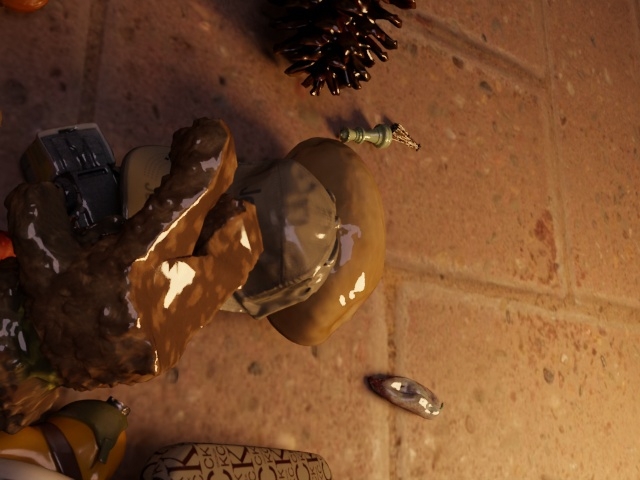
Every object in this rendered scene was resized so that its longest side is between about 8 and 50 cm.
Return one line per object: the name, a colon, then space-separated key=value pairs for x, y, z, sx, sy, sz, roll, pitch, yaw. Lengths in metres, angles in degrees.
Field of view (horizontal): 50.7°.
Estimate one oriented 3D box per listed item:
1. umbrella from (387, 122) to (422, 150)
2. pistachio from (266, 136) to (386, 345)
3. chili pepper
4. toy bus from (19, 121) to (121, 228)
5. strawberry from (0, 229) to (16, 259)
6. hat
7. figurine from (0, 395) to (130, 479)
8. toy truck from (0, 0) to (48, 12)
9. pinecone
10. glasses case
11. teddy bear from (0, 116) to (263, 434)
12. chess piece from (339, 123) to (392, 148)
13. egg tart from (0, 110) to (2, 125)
umbrella: x=0.147 y=-0.182 z=1.191 sx=0.083 sy=0.020 sz=0.031 roll=33 pitch=60 yaw=-33
pistachio: x=0.000 y=0.000 z=0.936 sx=0.181 sy=0.162 sz=0.293 roll=4 pitch=75 yaw=1
chili pepper: x=0.141 y=0.243 z=1.054 sx=0.153 sy=0.041 sz=0.050 roll=32 pitch=18 yaw=-27
toy bus: x=-0.251 y=0.004 z=0.770 sx=0.092 sy=0.106 sz=0.268 roll=-23 pitch=90 yaw=-45
strawberry: x=-0.370 y=0.046 z=0.653 sx=0.174 sy=0.098 sz=0.228 roll=80 pitch=26 yaw=-44
hat: x=-0.095 y=-0.026 z=0.780 sx=0.245 sy=0.149 sz=0.214 roll=17 pitch=59 yaw=-57
figurine: x=-0.285 y=0.203 z=0.673 sx=0.250 sy=0.166 sz=0.141 roll=32 pitch=45 yaw=-25
toy truck: x=-0.342 y=-0.402 z=0.748 sx=0.211 sy=0.204 sz=0.288 roll=38 pitch=59 yaw=-21
pinecone: x=0.031 y=-0.356 z=1.021 sx=0.246 sy=0.246 sz=0.292 roll=13 pitch=89 yaw=-35
glasses case: x=-0.077 y=0.306 z=0.770 sx=0.355 sy=0.085 sz=0.137 roll=34 pitch=48 yaw=-56
teddy bear: x=-0.205 y=0.033 z=0.627 sx=0.246 sy=0.222 sz=0.296 roll=77 pitch=28 yaw=-49
chess piece: x=0.071 y=-0.173 z=1.116 sx=0.093 sy=0.042 sz=0.042 roll=-5 pitch=81 yaw=-33
egg tart: x=-0.450 y=-0.129 z=0.588 sx=0.319 sy=0.128 sz=0.319 roll=11 pitch=57 yaw=-18
